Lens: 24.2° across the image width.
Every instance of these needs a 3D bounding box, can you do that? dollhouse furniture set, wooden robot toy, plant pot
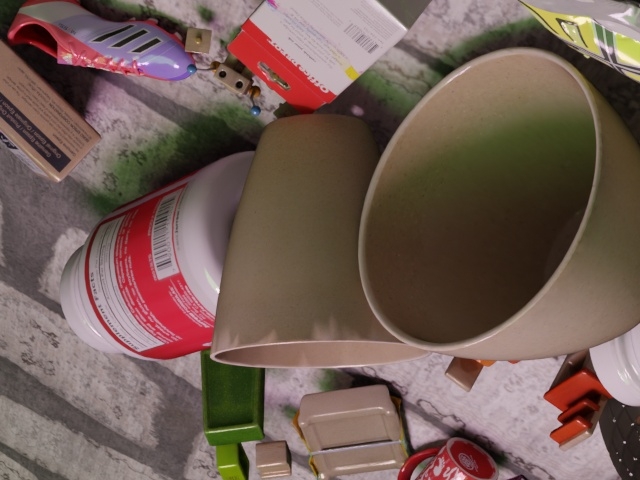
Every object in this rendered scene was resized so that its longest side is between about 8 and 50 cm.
[{"bbox_3d":[-0.017,0.261,2.302,0.301,0.151,0.198,-8,142,7],"label":"dollhouse furniture set"},{"bbox_3d":[-0.089,-0.201,1.817,0.173,0.076,0.079,33,-179,1],"label":"wooden robot toy"},{"bbox_3d":[0.245,0.126,1.859,0.259,0.135,0.262,37,146,-4],"label":"dollhouse furniture set"},{"bbox_3d":[0.000,0.000,1.744,0.256,0.274,0.256,0,169,0],"label":"plant pot"}]

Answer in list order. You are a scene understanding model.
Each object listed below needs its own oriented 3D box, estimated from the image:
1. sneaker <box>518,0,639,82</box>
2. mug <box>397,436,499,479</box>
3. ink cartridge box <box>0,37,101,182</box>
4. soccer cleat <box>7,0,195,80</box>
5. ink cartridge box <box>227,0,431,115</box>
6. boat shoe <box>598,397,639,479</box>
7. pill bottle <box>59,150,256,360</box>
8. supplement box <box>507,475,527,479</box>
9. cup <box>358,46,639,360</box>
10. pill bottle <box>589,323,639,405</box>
[{"bbox_3d":[0.322,-0.212,1.414,0.384,0.145,0.147,38,166,-2],"label":"sneaker"},{"bbox_3d":[0.168,0.369,2.206,0.150,0.113,0.169,45,119,24],"label":"mug"},{"bbox_3d":[-0.402,-0.175,1.987,0.193,0.088,0.234,44,172,-15],"label":"ink cartridge box"},{"bbox_3d":[-0.274,-0.241,1.870,0.248,0.095,0.083,24,147,17],"label":"soccer cleat"},{"bbox_3d":[0.007,-0.244,1.652,0.134,0.078,0.231,41,145,-10],"label":"ink cartridge box"},{"bbox_3d":[0.476,0.301,1.896,0.324,0.120,0.122,57,149,5],"label":"boat shoe"},{"bbox_3d":[-0.182,0.037,2.018,0.229,0.229,0.407,47,144,-18],"label":"pill bottle"},{"bbox_3d":[0.304,0.395,2.221,0.083,0.043,0.055,42,146,-11],"label":"supplement box"},{"bbox_3d":[0.238,-0.007,1.589,0.237,0.331,0.331,25,155,-36],"label":"cup"},{"bbox_3d":[0.449,0.092,1.613,0.176,0.176,0.318,46,144,-17],"label":"pill bottle"}]
